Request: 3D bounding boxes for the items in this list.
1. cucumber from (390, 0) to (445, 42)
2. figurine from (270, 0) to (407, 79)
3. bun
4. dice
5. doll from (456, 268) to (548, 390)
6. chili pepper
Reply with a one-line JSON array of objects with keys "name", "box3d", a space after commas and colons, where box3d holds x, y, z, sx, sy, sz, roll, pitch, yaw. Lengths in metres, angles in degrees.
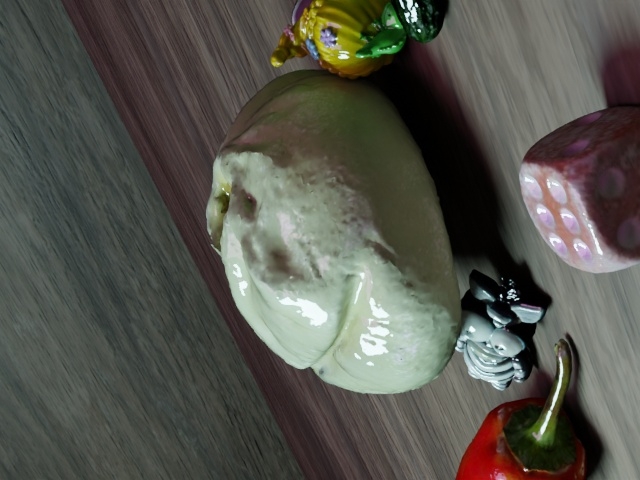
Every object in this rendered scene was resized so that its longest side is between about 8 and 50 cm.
[{"name": "cucumber", "box3d": [0.065, -0.249, 0.993, 0.058, 0.052, 0.215, -106, -3, -50]}, {"name": "figurine", "box3d": [0.018, -0.193, 1.150, 0.156, 0.115, 0.095, 37, 164, 53]}, {"name": "bun", "box3d": [0.000, 0.000, 1.260, 0.365, 0.219, 0.365, 164, 90, -81]}, {"name": "dice", "box3d": [0.203, -0.037, 0.858, 0.093, 0.091, 0.094, 63, 165, -15]}, {"name": "doll", "box3d": [0.184, 0.101, 1.269, 0.091, 0.067, 0.219, 28, 154, 18]}, {"name": "chili pepper", "box3d": [0.224, 0.242, 1.302, 0.134, 0.131, 0.338, 45, 161, 15]}]
